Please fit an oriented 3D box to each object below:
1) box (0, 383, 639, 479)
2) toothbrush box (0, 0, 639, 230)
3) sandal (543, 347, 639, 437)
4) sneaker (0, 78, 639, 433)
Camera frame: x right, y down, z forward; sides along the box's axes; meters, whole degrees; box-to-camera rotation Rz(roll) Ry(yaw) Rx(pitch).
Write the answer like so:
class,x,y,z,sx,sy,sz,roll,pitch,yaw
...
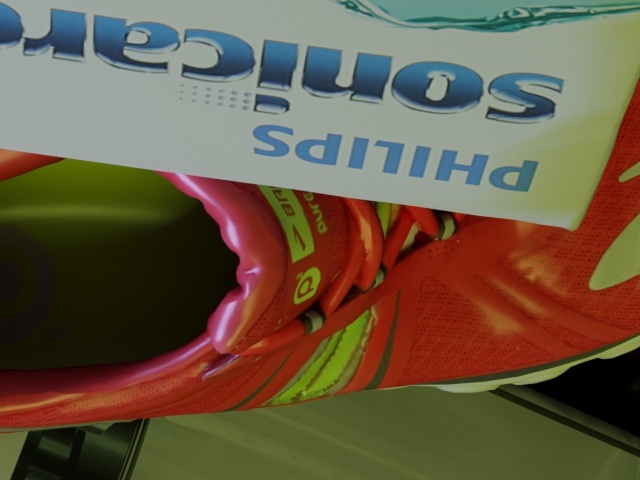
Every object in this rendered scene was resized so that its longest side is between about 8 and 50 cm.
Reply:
class,x,y,z,sx,sy,sz,roll,pitch,yaw
box,-0.024,0.104,0.552,0.290,0.169,0.087,25,163,-16
toothbrush box,-0.028,-0.147,0.288,0.216,0.126,0.295,7,142,-2
sandal,0.130,0.040,0.588,0.067,0.040,0.179,30,152,-20
sneaker,0.000,0.000,0.429,0.279,0.107,0.118,-15,-178,-2
